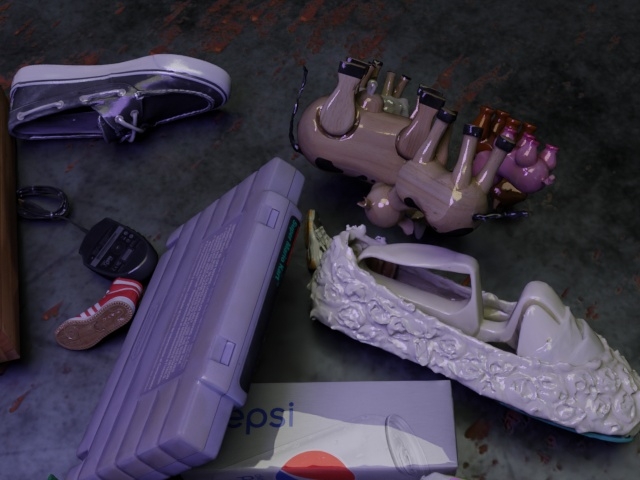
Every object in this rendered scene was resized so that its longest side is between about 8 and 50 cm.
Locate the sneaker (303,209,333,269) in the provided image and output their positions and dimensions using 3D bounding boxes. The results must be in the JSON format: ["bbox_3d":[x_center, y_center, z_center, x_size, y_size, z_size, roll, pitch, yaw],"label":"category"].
[{"bbox_3d":[0.000,0.000,1.098,0.037,0.032,0.083,1,63,-13],"label":"sneaker"}]

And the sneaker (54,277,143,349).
[{"bbox_3d":[-0.259,0.086,1.041,0.118,0.042,0.067,-25,22,22],"label":"sneaker"}]

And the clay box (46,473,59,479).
[{"bbox_3d":[-0.314,0.337,0.846,0.053,0.127,0.222,16,60,12],"label":"clay box"}]

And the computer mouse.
[{"bbox_3d":[-0.301,-0.009,1.113,0.242,0.041,0.071,28,71,24],"label":"computer mouse"}]

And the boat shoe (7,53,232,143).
[{"bbox_3d":[-0.269,-0.177,1.169,0.301,0.108,0.102,-1,63,1],"label":"boat shoe"}]

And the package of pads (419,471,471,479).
[{"bbox_3d":[0.203,0.367,0.825,0.296,0.101,0.229,17,62,11],"label":"package of pads"}]

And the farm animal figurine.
[{"bbox_3d":[0.106,-0.090,1.027,0.327,0.330,0.172,26,107,17],"label":"farm animal figurine"}]

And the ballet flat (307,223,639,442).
[{"bbox_3d":[0.174,0.091,0.954,0.409,0.147,0.147,19,62,14],"label":"ballet flat"}]

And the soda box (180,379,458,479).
[{"bbox_3d":[-0.002,0.210,0.932,0.286,0.091,0.098,-1,59,2],"label":"soda box"}]

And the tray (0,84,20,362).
[{"bbox_3d":[-0.484,-0.022,1.072,0.203,0.076,0.411,-13,53,-5],"label":"tray"}]

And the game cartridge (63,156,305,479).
[{"bbox_3d":[-0.132,0.089,0.918,0.230,0.068,0.355,-26,35,39],"label":"game cartridge"}]
